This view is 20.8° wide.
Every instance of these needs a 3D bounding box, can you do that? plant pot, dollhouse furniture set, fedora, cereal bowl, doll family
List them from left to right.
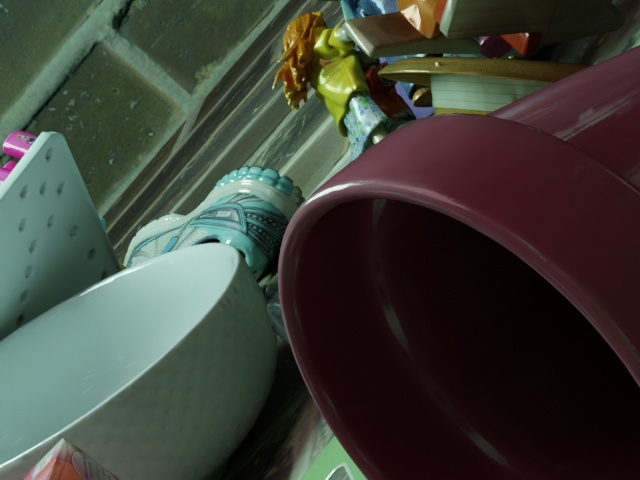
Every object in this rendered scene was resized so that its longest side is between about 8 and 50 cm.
[{"bbox_3d":[-0.171,0.150,1.351,0.339,0.141,0.339,-29,16,9],"label":"cereal bowl"},{"bbox_3d":[0.041,-0.155,1.317,0.118,0.163,0.263,-9,-35,-32],"label":"doll family"},{"bbox_3d":[0.076,-0.226,1.076,0.259,0.135,0.262,51,138,41],"label":"dollhouse furniture set"},{"bbox_3d":[0.123,-0.067,1.048,0.194,0.194,0.079,-158,72,-78],"label":"fedora"},{"bbox_3d":[0.114,0.016,0.679,0.180,0.201,0.201,-40,4,-32],"label":"plant pot"}]

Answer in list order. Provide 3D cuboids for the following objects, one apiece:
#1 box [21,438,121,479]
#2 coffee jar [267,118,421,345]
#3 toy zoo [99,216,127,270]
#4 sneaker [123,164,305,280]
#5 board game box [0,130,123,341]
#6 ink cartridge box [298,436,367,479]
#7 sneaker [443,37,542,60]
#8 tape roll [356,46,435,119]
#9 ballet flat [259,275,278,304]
[{"bbox_3d":[-0.207,0.298,1.112,0.300,0.154,0.142,-47,12,16],"label":"box"},{"bbox_3d":[0.041,0.006,1.237,0.184,0.079,0.096,-54,11,-10],"label":"coffee jar"},{"bbox_3d":[-0.264,0.116,1.716,0.192,0.030,0.293,24,-96,-65],"label":"toy zoo"},{"bbox_3d":[-0.135,0.032,1.780,0.283,0.110,0.122,-41,19,43],"label":"sneaker"},{"bbox_3d":[-0.303,0.156,1.563,0.390,0.050,0.390,-57,-29,-29],"label":"board game box"},{"bbox_3d":[0.079,0.081,0.915,0.235,0.056,0.171,-54,11,2],"label":"ink cartridge box"},{"bbox_3d":[0.199,-0.275,1.398,0.366,0.135,0.150,-64,14,-5],"label":"sneaker"},{"bbox_3d":[0.118,-0.208,1.605,0.189,0.080,0.189,-48,11,13],"label":"tape roll"},{"bbox_3d":[0.000,0.000,1.489,0.173,0.049,0.057,-56,13,-23],"label":"ballet flat"}]
